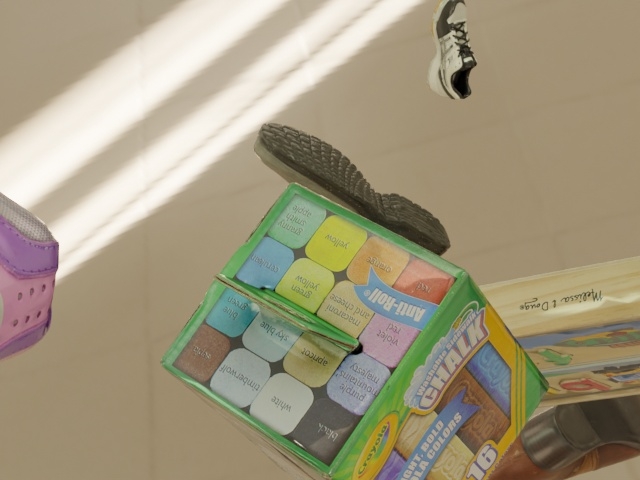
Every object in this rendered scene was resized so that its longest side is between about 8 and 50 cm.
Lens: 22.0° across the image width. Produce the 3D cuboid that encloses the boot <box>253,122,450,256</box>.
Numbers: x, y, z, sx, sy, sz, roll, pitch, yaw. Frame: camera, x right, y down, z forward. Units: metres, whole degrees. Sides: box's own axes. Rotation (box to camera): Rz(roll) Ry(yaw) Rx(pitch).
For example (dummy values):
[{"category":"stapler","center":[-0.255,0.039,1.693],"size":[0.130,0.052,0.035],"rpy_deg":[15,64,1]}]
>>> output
[{"category":"boot","center":[0.000,0.000,1.701],"size":[0.161,0.246,0.083],"rpy_deg":[-49,22,21]}]

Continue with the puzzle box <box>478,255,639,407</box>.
[{"category":"puzzle box","center":[0.254,0.083,1.412],"size":[0.409,0.272,0.052],"rpy_deg":[-12,70,34]}]

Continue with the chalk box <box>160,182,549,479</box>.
[{"category":"chalk box","center":[0.015,0.065,0.909],"size":[0.132,0.213,0.132],"rpy_deg":[30,78,33]}]

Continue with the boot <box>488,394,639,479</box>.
[{"category":"boot","center":[0.243,0.275,1.932],"size":[0.280,0.096,0.264],"rpy_deg":[-38,-14,34]}]

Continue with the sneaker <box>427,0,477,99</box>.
[{"category":"sneaker","center":[0.103,-0.144,1.227],"size":[0.032,0.083,0.037],"rpy_deg":[-22,38,-32]}]

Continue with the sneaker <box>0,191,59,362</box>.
[{"category":"sneaker","center":[-0.173,-0.008,0.552],"size":[0.105,0.095,0.236],"rpy_deg":[-12,28,-44]}]
